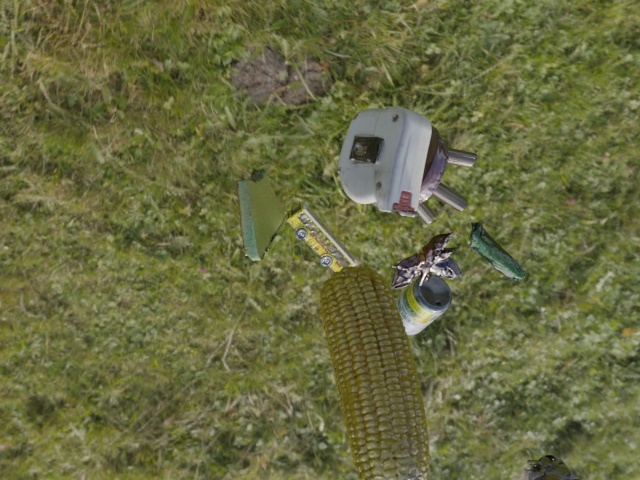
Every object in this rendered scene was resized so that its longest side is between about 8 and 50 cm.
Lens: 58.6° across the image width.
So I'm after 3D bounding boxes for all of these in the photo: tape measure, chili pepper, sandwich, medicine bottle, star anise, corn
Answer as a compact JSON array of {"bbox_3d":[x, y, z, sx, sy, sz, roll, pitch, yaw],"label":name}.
[{"bbox_3d":[0.157,-0.203,1.445,0.130,0.265,0.258,7,95,-39],"label":"tape measure"},{"bbox_3d":[0.493,0.034,1.621,0.216,0.108,0.062,46,108,2],"label":"chili pepper"},{"bbox_3d":[-0.204,-0.088,1.734,0.063,0.245,0.212,-10,121,23],"label":"sandwich"},{"bbox_3d":[0.327,0.239,1.975,0.142,0.141,0.293,4,149,-19],"label":"medicine bottle"},{"bbox_3d":[0.257,0.059,1.328,0.212,0.053,0.157,-37,135,26],"label":"star anise"},{"bbox_3d":[0.081,0.199,0.866,0.131,0.344,0.131,-9,148,-5],"label":"corn"}]

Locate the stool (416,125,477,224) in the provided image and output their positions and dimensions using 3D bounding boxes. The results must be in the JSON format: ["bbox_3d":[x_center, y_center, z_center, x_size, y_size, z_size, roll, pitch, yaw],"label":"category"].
[{"bbox_3d":[0.318,-0.189,1.698,0.179,0.272,0.272,24,112,-22],"label":"stool"}]

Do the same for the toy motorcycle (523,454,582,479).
[{"bbox_3d":[0.619,0.666,1.557,0.152,0.225,0.073,-31,93,-2],"label":"toy motorcycle"}]

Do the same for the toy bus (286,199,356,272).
[{"bbox_3d":[0.000,0.000,1.535,0.074,0.081,0.226,-39,106,11],"label":"toy bus"}]
